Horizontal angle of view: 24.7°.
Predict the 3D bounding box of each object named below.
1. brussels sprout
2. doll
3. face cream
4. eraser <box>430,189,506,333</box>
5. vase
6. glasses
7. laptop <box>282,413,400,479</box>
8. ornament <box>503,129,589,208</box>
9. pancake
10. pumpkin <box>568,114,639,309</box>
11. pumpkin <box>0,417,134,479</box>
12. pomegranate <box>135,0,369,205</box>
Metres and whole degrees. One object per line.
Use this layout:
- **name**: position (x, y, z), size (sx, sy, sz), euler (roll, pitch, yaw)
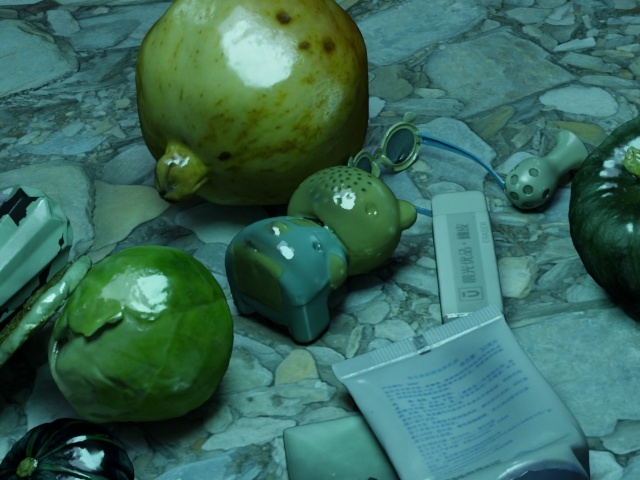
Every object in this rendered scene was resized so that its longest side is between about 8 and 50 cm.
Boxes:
- **brussels sprout**: position (-0.231, 0.123, 1.893), size (0.244, 0.244, 0.244), euler (-5, 35, 4)
- **doll**: position (0.000, 0.000, 2.068), size (0.177, 0.162, 0.260), euler (23, 48, 39)
- **face cream**: position (0.185, 0.223, 1.736), size (0.234, 0.137, 0.420), euler (-22, 35, -7)
- **eraser**: position (0.205, 0.050, 2.038), size (0.089, 0.061, 0.352), euler (-5, 36, 3)
- **vase**: position (-0.498, 0.071, 2.079), size (0.165, 0.165, 0.360), euler (10, 42, 24)
- **glasses**: position (0.163, -0.079, 2.258), size (0.220, 0.088, 0.189), euler (35, 49, 19)
- **laptop**: position (0.057, 0.299, 1.754), size (0.187, 0.015, 0.269), euler (-10, 35, -2)
- **ornament**: position (0.339, -0.102, 2.225), size (0.156, 0.075, 0.081), euler (-37, 13, -34)
- **pancake**: position (-0.395, 0.110, 1.969), size (0.253, 0.037, 0.253), euler (-44, 8, 8)
- **pumpkin**: position (0.477, -0.051, 1.956), size (0.300, 0.207, 0.300), euler (-22, 43, 22)
- **pumpkin**: position (-0.306, 0.300, 1.709), size (0.194, 0.150, 0.194), euler (-13, 27, 7)
- **pomegranate**: position (-0.120, -0.210, 2.226), size (0.410, 0.410, 0.410), euler (-5, 35, 4)
